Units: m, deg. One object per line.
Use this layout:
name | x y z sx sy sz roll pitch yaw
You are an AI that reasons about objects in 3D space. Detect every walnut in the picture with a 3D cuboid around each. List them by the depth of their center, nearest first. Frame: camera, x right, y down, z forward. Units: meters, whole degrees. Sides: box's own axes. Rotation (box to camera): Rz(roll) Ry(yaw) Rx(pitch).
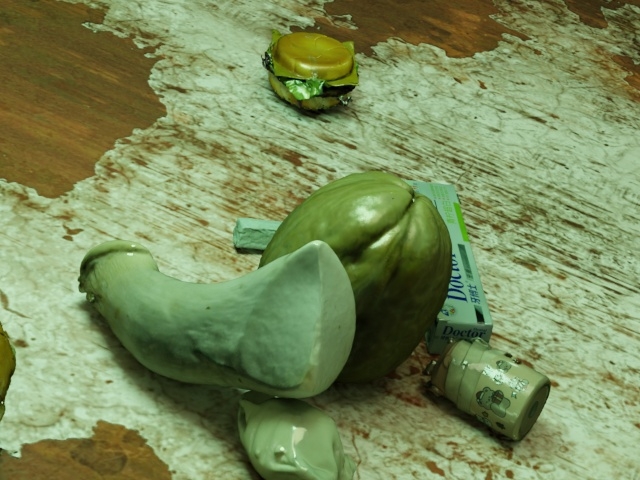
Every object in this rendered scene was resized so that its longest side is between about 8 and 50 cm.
walnut | 0.046 0.042 1.944 0.227 0.283 0.283 39 36 4

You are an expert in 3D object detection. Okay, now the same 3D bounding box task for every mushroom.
mushroom | -0.138 0.088 1.864 0.397 0.177 0.126 0 0 37

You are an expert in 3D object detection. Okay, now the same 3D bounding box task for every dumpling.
dumpling | -0.017 0.240 1.799 0.134 0.100 0.169 30 -12 -35

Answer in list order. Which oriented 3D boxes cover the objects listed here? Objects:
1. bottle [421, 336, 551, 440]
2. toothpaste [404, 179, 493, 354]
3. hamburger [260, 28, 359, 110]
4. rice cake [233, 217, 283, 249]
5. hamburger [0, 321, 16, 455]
bottle | 0.205 0.176 1.974 0.152 0.099 0.099 28 35 24
toothpaste | 0.171 0.034 2.195 0.081 0.067 0.336 6 34 -10
hamburger | -0.016 -0.268 2.537 0.164 0.093 0.189 14 32 1
rice cake | 0.000 0.000 2.191 0.245 0.042 0.045 5 19 -14
hamburger | -0.438 0.151 1.647 0.245 0.211 0.260 28 30 9
